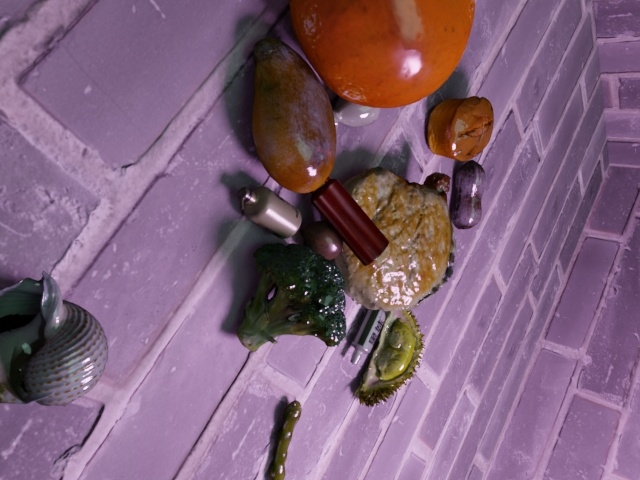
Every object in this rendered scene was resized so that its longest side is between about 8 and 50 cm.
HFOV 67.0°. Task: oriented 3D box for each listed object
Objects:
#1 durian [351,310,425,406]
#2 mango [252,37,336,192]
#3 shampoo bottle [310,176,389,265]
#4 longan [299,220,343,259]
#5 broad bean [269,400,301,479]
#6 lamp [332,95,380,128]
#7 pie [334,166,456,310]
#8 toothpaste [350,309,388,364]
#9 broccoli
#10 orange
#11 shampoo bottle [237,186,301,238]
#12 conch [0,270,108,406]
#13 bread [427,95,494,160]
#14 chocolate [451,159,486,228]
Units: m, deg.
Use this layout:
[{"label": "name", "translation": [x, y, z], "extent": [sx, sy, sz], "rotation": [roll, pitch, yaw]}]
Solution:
[{"label": "durian", "translation": [0.221, 0.369, 1.540], "extent": [0.169, 0.158, 0.352], "rotation": [31, 75, -12]}, {"label": "mango", "translation": [-0.061, -0.255, 1.004], "extent": [0.192, 0.146, 0.317], "rotation": [-27, 106, -42]}, {"label": "shampoo bottle", "translation": [0.052, -0.066, 1.138], "extent": [0.260, 0.064, 0.102], "rotation": [49, 45, -7]}, {"label": "longan", "translation": [0.000, 0.000, 1.171], "extent": [0.113, 0.113, 0.092], "rotation": [45, 61, -45]}, {"label": "broad bean", "translation": [-0.093, 0.535, 1.257], "extent": [0.052, 0.052, 0.257], "rotation": [-44, 145, -84]}, {"label": "lamp", "translation": [0.064, -0.308, 1.153], "extent": [0.193, 0.106, 0.106], "rotation": [-32, 124, -29]}, {"label": "pie", "translation": [0.192, -0.004, 1.333], "extent": [0.417, 0.180, 0.396], "rotation": [-8, 96, -35]}, {"label": "toothpaste", "translation": [0.182, 0.194, 1.454], "extent": [0.392, 0.061, 0.099], "rotation": [-61, 142, -18]}, {"label": "broccoli", "translation": [-0.061, 0.147, 1.069], "extent": [0.254, 0.269, 0.269], "rotation": [48, 65, -38]}, {"label": "orange", "translation": [0.117, -0.487, 0.989], "extent": [0.423, 0.326, 0.425], "rotation": [3, 85, -44]}, {"label": "shampoo bottle", "translation": [-0.115, -0.067, 1.037], "extent": [0.162, 0.079, 0.079], "rotation": [35, 75, -46]}, {"label": "conch", "translation": [-0.417, 0.155, 0.731], "extent": [0.172, 0.131, 0.200], "rotation": [-10, 80, -19]}, {"label": "bread", "translation": [0.453, -0.358, 1.538], "extent": [0.269, 0.142, 0.196], "rotation": [-26, 120, -43]}, {"label": "chocolate", "translation": [0.520, -0.157, 1.696], "extent": [0.110, 0.110, 0.248], "rotation": [-11, 107, -46]}]
